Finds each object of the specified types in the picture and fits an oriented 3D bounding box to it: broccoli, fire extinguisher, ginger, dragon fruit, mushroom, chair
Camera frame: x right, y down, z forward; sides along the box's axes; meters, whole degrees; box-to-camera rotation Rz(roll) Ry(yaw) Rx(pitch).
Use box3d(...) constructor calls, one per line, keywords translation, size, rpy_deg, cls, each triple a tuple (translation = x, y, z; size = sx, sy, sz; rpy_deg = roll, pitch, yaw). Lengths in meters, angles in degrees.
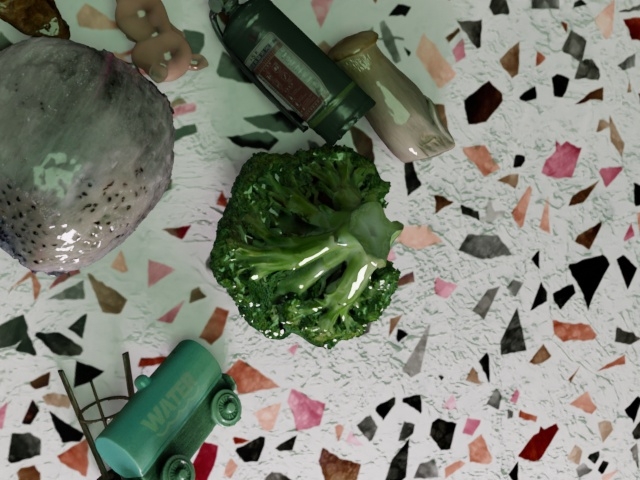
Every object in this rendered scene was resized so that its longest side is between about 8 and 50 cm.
box3d(translation=(0.000, 0.000, 1.351), size=(0.308, 0.275, 0.308), rpy_deg=(11, 69, -32), cls="broccoli")
box3d(translation=(-0.060, -0.259, 1.332), size=(0.294, 0.118, 0.093), rpy_deg=(43, 44, -6), cls="fire extinguisher")
box3d(translation=(-0.389, -0.309, 1.219), size=(0.073, 0.103, 0.162), rpy_deg=(-36, 131, 6), cls="ginger")
box3d(translation=(-0.317, -0.107, 1.198), size=(0.283, 0.221, 0.204), rpy_deg=(41, 124, -21), cls="dragon fruit")
box3d(translation=(0.109, -0.198, 1.416), size=(0.247, 0.096, 0.108), rpy_deg=(47, 49, -23), cls="mushroom")
box3d(translation=(-0.302, 0.283, 1.392), size=(0.104, 0.095, 0.221), rpy_deg=(-14, 108, -7), cls="chair")

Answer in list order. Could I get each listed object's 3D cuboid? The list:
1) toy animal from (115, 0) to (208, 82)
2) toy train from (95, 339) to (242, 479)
box3d(translation=(-0.226, -0.274, 1.293), size=(0.083, 0.089, 0.150), rpy_deg=(-38, 103, -4), cls="toy animal")
box3d(translation=(-0.215, 0.255, 1.375), size=(0.159, 0.101, 0.248), rpy_deg=(57, 44, -18), cls="toy train")
